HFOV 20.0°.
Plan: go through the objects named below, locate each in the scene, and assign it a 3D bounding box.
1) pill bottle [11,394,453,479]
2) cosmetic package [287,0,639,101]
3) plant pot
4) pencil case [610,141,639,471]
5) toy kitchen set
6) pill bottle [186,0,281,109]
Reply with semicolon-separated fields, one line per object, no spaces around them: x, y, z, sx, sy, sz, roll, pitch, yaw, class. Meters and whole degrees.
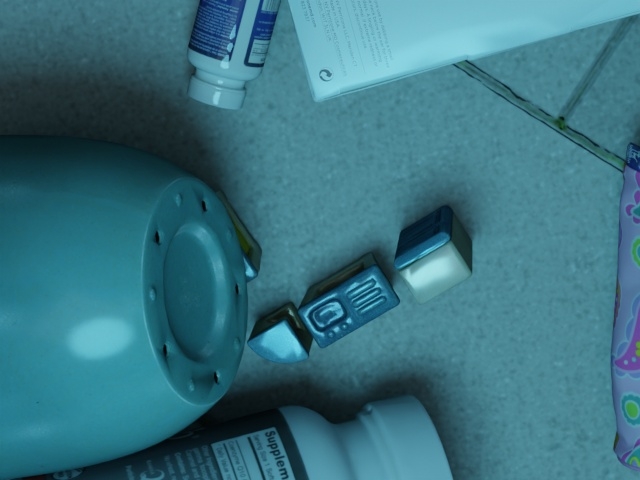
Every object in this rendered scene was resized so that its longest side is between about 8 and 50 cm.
-0.074;0.259;1.537;0.363;0.210;0.210;-14;102;-11;pill bottle
0.131;-0.211;1.356;0.285;0.377;0.097;-13;103;6;cosmetic package
-0.199;0.047;1.456;0.235;0.293;0.293;-6;103;23;plant pot
0.311;0.058;1.539;0.124;0.124;0.284;2;104;4;pencil case
0.000;0.000;1.546;0.207;0.122;0.166;-31;99;10;toy kitchen set
-0.075;-0.176;1.539;0.067;0.067;0.120;16;103;0;pill bottle
